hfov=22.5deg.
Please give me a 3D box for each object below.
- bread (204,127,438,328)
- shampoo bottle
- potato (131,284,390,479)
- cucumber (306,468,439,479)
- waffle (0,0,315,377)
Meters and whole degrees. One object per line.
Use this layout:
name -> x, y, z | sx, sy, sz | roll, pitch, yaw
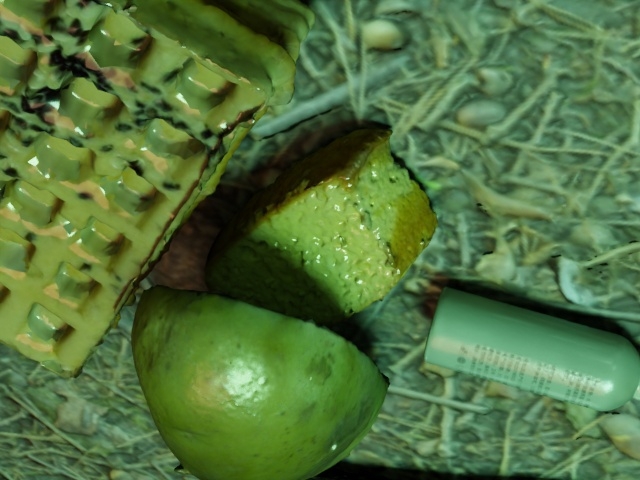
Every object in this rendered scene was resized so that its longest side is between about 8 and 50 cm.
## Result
bread -> 0.000, 0.000, 1.085 | 0.103, 0.065, 0.187 | 46, 133, -15
shampoo bottle -> 0.170, 0.083, 1.096 | 0.195, 0.056, 0.056 | 16, 138, 8
potato -> -0.048, 0.119, 1.109 | 0.160, 0.111, 0.271 | 13, 164, 14
cucumber -> 0.089, 0.223, 1.263 | 0.303, 0.072, 0.081 | 5, 135, 19
waffle -> -0.191, -0.074, 1.049 | 0.261, 0.114, 0.376 | 32, 137, -10
